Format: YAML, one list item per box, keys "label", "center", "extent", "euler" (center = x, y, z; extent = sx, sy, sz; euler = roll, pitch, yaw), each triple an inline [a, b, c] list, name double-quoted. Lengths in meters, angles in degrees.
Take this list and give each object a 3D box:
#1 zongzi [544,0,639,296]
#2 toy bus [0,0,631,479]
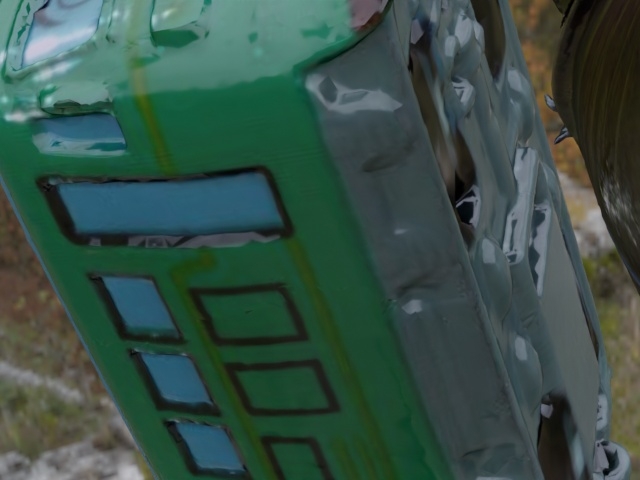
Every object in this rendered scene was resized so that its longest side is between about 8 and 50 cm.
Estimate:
- label: "zongzi"
  center: [0.096, -0.068, 0.377]
  extent: [0.112, 0.242, 0.221]
  euler: [-24, 43, 6]
- label: "toy bus"
  center: [0.000, 0.000, 0.678]
  extent: [0.199, 0.343, 0.183]
  euler: [-7, 38, 19]
